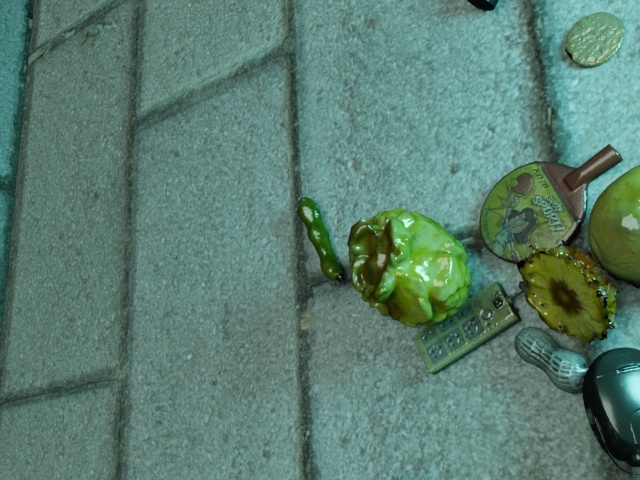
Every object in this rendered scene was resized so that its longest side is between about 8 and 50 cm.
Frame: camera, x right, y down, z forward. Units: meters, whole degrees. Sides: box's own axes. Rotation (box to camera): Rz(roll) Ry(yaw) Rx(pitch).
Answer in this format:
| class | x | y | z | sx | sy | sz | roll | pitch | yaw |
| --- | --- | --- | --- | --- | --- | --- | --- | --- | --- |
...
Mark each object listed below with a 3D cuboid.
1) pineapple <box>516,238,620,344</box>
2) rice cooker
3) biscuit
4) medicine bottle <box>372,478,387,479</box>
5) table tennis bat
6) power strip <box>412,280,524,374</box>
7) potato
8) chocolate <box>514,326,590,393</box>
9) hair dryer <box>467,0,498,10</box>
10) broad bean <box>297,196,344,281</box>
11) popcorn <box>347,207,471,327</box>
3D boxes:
| class | x | y | z | sx | sy | sz | roll | pitch | yaw |
| --- | --- | --- | --- | --- | --- | --- | --- | --- | --- |
| pineapple | 0.450 | 0.086 | 1.323 | 0.076 | 0.225 | 0.225 | -34 | 46 | -24 |
| rice cooker | 0.513 | 0.280 | 1.219 | 0.142 | 0.118 | 0.203 | -8 | 69 | -4 |
| biscuit | 0.551 | -0.404 | 1.485 | 0.120 | 0.015 | 0.120 | -13 | 68 | 34 |
| medicine bottle | 0.165 | 0.536 | 1.419 | 0.168 | 0.135 | 0.135 | -3 | 75 | 38 |
| table tennis bat | 0.450 | -0.078 | 1.454 | 0.310 | 0.038 | 0.200 | -40 | 56 | 26 |
| power strip | 0.304 | 0.169 | 1.487 | 0.268 | 0.034 | 0.092 | -38 | 56 | 23 |
| potato | 0.572 | -0.037 | 1.232 | 0.285 | 0.242 | 0.242 | -15 | 67 | 31 |
| chocolate | 0.427 | 0.219 | 1.352 | 0.167 | 0.072 | 0.072 | 39 | 101 | 38 |
| hair dryer | 0.335 | -0.600 | 1.692 | 0.219 | 0.071 | 0.124 | 24 | 90 | 49 |
| broad bean | 0.000 | 0.000 | 1.767 | 0.052 | 0.053 | 0.256 | -17 | 60 | -9 |
| popcorn | 0.173 | 0.051 | 1.497 | 0.270 | 0.258 | 0.224 | 39 | 90 | 2 |
